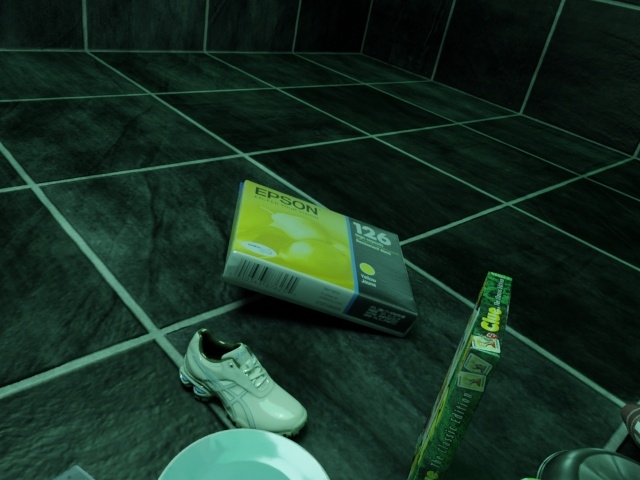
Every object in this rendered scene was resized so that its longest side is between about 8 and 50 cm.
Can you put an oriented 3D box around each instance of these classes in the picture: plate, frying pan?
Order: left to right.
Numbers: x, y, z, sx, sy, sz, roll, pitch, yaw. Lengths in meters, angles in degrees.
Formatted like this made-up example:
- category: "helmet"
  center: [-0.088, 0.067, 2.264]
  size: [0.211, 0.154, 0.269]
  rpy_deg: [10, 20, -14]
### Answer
- category: "plate"
  center: [-0.074, 0.271, 0.520]
  size: [0.188, 0.024, 0.188]
  rpy_deg: [8, 30, -5]
- category: "frying pan"
  center: [0.299, 0.323, 0.549]
  size: [0.326, 0.053, 0.197]
  rpy_deg: [-12, 36, -40]

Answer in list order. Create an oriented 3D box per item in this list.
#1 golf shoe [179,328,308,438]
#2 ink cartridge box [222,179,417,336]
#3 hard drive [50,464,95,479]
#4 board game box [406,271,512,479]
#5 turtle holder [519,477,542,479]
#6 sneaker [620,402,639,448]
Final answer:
- category: "golf shoe"
  center: [-0.092, 0.170, 0.627]
  size: [0.176, 0.086, 0.069]
  rpy_deg: [23, 30, 15]
- category: "ink cartridge box"
  center: [0.000, 0.000, 0.889]
  size: [0.303, 0.072, 0.307]
  rpy_deg: [18, 34, -15]
- category: "hard drive"
  center: [-0.186, 0.307, 0.388]
  size: [0.254, 0.054, 0.172]
  rpy_deg: [30, 35, 28]
- category: "board game box"
  center: [0.132, 0.170, 0.529]
  size: [0.030, 0.260, 0.136]
  rpy_deg: [19, 30, 12]
- category: "turtle holder"
  center: [0.214, 0.336, 0.309]
  size: [0.320, 0.243, 0.227]
  rpy_deg: [28, 48, 17]
- category: "sneaker"
  center: [0.517, 0.272, 0.662]
  size: [0.281, 0.106, 0.162]
  rpy_deg: [26, 9, -3]
